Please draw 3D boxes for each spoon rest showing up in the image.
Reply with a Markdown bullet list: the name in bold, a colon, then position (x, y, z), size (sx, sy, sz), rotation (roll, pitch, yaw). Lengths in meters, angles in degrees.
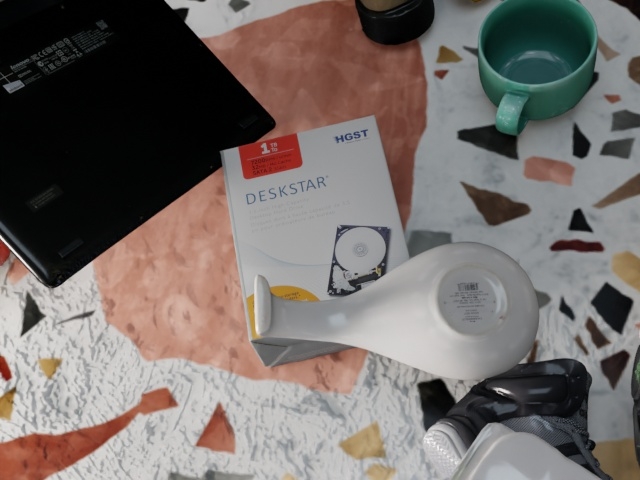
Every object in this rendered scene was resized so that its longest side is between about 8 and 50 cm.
- **spoon rest**: position (0.073, 0.066, 0.955), size (0.277, 0.084, 0.137), rotation (1, 73, -6)

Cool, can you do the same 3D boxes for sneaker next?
- **sneaker**: position (0.242, 0.202, 0.929), size (0.269, 0.101, 0.153), rotation (27, 69, 19)

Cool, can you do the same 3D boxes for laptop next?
- **laptop**: position (-0.344, -0.144, 1.156), size (0.408, 0.236, 0.382), rotation (47, 48, 1)

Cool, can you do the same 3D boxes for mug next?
- **mug**: position (0.233, -0.194, 1.125), size (0.158, 0.097, 0.129), rotation (-34, 64, -6)

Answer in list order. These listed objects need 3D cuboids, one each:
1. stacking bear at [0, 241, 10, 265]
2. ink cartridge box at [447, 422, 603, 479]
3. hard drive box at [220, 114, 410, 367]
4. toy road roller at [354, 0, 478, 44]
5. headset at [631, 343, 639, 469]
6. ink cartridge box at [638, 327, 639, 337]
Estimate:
- **stacking bear**: position (-0.420, -0.020, 1.134), size (0.289, 0.175, 0.164), rotation (-19, 84, -10)
- **ink cartridge box**: position (0.200, 0.318, 0.715), size (0.285, 0.395, 0.166), rotation (32, 73, 23)
- **hard drive box**: position (0.000, 0.000, 1.080), size (0.181, 0.089, 0.232), rotation (-14, 62, 3)
- **toy road roller**: position (0.126, -0.422, 1.205), size (0.330, 0.202, 0.240), rotation (-27, 52, -1)
- **headset**: position (0.372, 0.087, 0.810), size (0.244, 0.394, 0.185), rotation (-9, 33, 20)
- **ink cartridge box**: position (0.441, 0.023, 0.940), size (0.233, 0.171, 0.168), rotation (15, 68, 17)
